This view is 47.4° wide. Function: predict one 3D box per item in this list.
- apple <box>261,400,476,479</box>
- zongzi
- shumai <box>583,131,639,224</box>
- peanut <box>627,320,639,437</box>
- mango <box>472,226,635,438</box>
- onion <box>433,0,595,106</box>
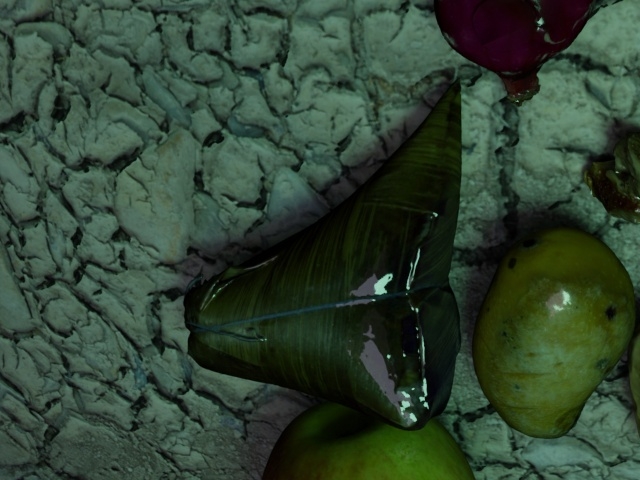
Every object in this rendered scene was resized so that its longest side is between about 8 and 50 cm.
[{"bbox_3d":[0.070,0.390,1.038,0.339,0.339,0.340,8,117,16],"label":"apple"},{"bbox_3d":[0.000,0.000,0.981,0.403,0.207,0.433,7,98,29],"label":"zongzi"},{"bbox_3d":[0.377,-0.050,0.840,0.139,0.123,0.105,25,133,-9],"label":"shumai"},{"bbox_3d":[0.480,0.218,0.923,0.153,0.140,0.325,-35,113,-13],"label":"peanut"},{"bbox_3d":[0.288,0.125,0.938,0.176,0.175,0.330,36,143,26],"label":"mango"},{"bbox_3d":[0.212,-0.233,0.794,0.173,0.135,0.198,-6,115,25],"label":"onion"}]
